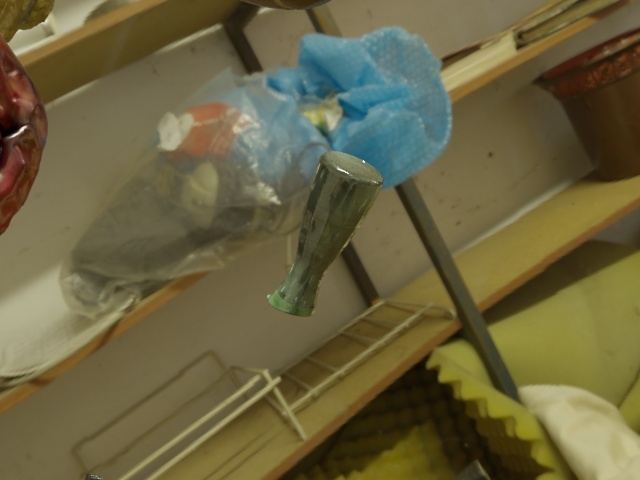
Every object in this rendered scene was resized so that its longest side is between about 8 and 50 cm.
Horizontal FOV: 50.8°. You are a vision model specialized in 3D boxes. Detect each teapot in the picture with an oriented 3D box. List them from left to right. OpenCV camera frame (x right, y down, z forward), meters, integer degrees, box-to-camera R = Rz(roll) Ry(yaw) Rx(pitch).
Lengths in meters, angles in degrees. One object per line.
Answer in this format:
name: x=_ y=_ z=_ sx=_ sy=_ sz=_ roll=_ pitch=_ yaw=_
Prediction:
teapot: x=0.000 y=0.000 z=0.433 sx=0.111 sy=0.042 sz=0.043 roll=-66 pitch=-7 yaw=24

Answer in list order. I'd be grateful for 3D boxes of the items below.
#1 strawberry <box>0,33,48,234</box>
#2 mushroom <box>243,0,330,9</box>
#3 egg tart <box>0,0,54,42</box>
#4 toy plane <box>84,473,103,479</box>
strawberry: x=-0.265 y=-0.079 z=0.451 sx=0.150 sy=0.253 sz=0.280 roll=-26 pitch=-27 yaw=-14
mushroom: x=-0.005 y=-0.319 z=0.543 sx=0.301 sy=0.208 sz=0.233 roll=-39 pitch=1 yaw=16
egg tart: x=-0.411 y=-0.384 z=0.886 sx=0.278 sy=0.279 sz=0.095 roll=-21 pitch=-17 yaw=39
toy plane: x=-0.262 y=0.417 z=0.604 sx=0.106 sy=0.382 sz=0.155 roll=-2 pitch=-14 yaw=1
